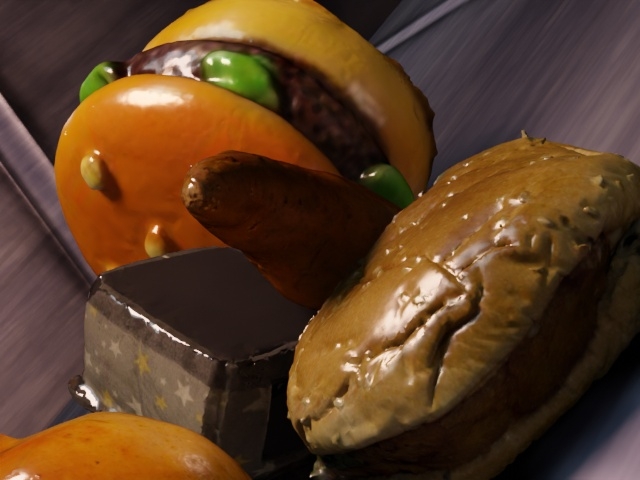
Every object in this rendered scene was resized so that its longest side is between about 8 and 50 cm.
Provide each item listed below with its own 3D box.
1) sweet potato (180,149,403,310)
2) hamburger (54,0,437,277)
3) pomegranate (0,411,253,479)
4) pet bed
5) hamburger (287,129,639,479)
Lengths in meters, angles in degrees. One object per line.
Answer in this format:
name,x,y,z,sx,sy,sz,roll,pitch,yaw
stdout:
sweet potato,0.002,0.000,0.771,0.112,0.359,0.112,-13,70,38
hamburger,-0.098,-0.049,1.067,0.396,0.396,0.277,-35,17,47
pomegranate,-0.139,0.227,0.585,0.264,0.264,0.264,-45,11,12
pet bed,-0.087,0.118,0.827,0.183,0.211,0.159,-15,-60,-44
hamburger,0.096,0.050,0.630,0.309,0.132,0.211,-45,7,-1
